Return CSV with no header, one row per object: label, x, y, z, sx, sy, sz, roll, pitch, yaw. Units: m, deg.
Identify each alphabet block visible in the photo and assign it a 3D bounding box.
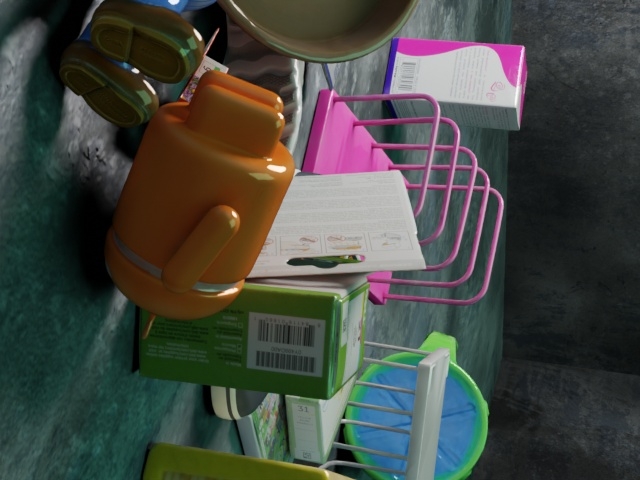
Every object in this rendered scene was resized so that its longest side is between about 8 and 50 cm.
alphabet block,-0.071,0.318,1.141,0.197,0.192,0.193,51,46,-70

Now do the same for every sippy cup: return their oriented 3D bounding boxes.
sippy cup,0.159,0.325,1.939,0.305,0.240,0.224,-35,163,-9

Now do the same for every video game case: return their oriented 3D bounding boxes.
video game case,-0.054,0.213,1.459,0.212,0.023,0.193,81,22,-44

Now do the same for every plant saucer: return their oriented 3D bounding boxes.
plant saucer,-0.013,-0.306,1.092,0.278,0.041,0.278,1,89,-32

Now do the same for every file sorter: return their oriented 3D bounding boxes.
file sorter,0.119,-0.051,1.564,0.290,0.182,0.202,44,54,-55
file sorter,0.081,0.297,1.696,0.193,0.173,0.278,-4,100,-75

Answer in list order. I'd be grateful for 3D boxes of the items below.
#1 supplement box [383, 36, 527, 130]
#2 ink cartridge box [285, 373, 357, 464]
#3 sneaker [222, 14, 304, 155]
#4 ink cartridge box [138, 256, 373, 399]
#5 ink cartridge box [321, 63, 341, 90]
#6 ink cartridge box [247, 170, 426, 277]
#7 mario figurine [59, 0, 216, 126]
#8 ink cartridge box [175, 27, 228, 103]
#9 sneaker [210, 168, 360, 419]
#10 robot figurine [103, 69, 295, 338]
supplement box,0.228,-0.261,1.900,0.114,0.220,0.111,50,49,-69
ink cartridge box,-0.001,0.148,1.479,0.171,0.056,0.235,-65,158,-48
sneaker,-0.054,-0.150,1.161,0.115,0.105,0.281,53,47,-72
ink cartridge box,-0.043,0.072,1.132,0.255,0.189,0.097,-22,116,-74
ink cartridge box,0.032,-0.344,1.314,0.303,0.072,0.307,1,111,-87
ink cartridge box,0.000,0.000,1.142,0.232,0.189,0.066,-96,-177,-60
mario figurine,-0.073,-0.234,0.912,0.170,0.198,0.320,57,44,-47
ink cartridge box,-0.109,-0.128,1.009,0.115,0.029,0.063,-50,-165,48
sneaker,-0.028,0.058,1.299,0.126,0.127,0.321,76,27,-60
robot figurine,-0.102,-0.026,0.938,0.128,0.158,0.219,0,123,-47
